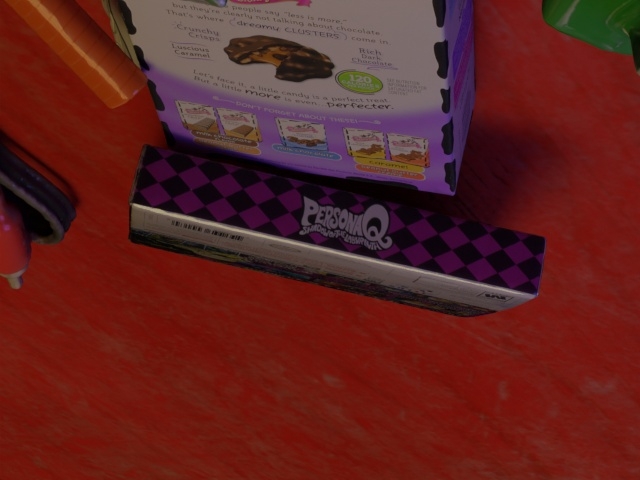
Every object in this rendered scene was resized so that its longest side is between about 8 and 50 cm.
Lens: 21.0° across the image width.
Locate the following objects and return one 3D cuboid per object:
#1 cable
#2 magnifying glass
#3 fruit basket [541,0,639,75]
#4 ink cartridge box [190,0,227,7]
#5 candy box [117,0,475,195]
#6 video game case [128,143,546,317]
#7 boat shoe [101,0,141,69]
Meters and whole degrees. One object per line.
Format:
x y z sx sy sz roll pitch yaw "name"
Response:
-0.236 -0.045 1.118 0.139 0.072 0.287 8 154 0 "cable"
-0.171 -0.154 0.839 0.231 0.026 0.092 49 147 -19 "magnifying glass"
0.230 -0.159 0.539 0.327 0.165 0.353 21 150 -14 "fruit basket"
-0.053 -0.203 0.524 0.093 0.212 0.154 15 161 39 "ink cartridge box"
-0.008 -0.109 0.870 0.165 0.070 0.196 10 155 10 "candy box"
0.000 0.000 1.038 0.232 0.042 0.210 13 173 -4 "video game case"
-0.103 -0.127 0.926 0.035 0.035 0.100 31 157 25 "boat shoe"
